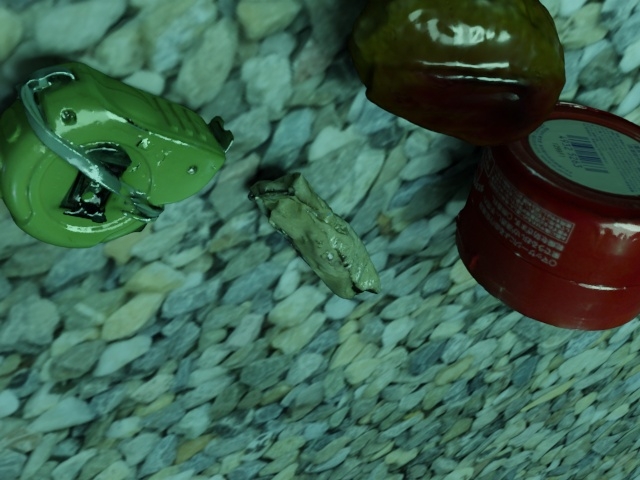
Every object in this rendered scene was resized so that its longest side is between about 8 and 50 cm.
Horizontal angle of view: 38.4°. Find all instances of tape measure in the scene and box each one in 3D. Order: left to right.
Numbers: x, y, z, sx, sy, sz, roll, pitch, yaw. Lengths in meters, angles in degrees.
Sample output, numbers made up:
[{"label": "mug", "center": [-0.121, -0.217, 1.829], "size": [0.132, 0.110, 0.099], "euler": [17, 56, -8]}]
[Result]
[{"label": "tape measure", "center": [-0.184, -0.064, 0.740], "size": [0.178, 0.087, 0.154], "euler": [23, 117, -42]}]

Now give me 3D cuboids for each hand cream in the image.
[{"label": "hand cream", "center": [0.263, -0.032, 0.955], "size": [0.230, 0.230, 0.149], "euler": [-10, 132, -24]}]

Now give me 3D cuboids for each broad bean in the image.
[{"label": "broad bean", "center": [0.122, -0.162, 0.812], "size": [0.229, 0.122, 0.156], "euler": [20, 143, -37]}]

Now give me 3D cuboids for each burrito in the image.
[{"label": "burrito", "center": [0.002, -0.002, 0.948], "size": [0.063, 0.058, 0.229], "euler": [-40, 142, 2]}]
